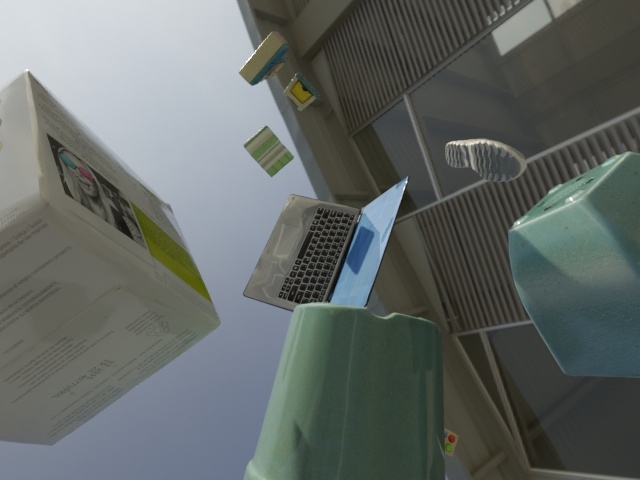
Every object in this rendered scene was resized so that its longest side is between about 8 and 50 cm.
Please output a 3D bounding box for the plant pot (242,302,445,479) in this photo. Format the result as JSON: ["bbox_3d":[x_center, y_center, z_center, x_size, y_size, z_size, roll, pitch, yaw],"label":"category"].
[{"bbox_3d":[0.054,0.287,0.642,0.341,0.341,0.334,21,-110,-31],"label":"plant pot"}]

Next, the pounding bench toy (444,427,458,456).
[{"bbox_3d":[0.300,0.518,1.013,0.052,0.065,0.083,29,-114,4],"label":"pounding bench toy"}]

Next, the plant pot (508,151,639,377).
[{"bbox_3d":[0.443,0.023,0.604,0.248,0.247,0.252,-35,-96,-22],"label":"plant pot"}]

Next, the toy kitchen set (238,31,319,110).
[{"bbox_3d":[-0.076,-0.411,1.009,0.166,0.122,0.207,44,-154,-13],"label":"toy kitchen set"}]

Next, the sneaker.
[{"bbox_3d":[0.464,-0.240,1.100,0.115,0.281,0.105,-18,-63,-11],"label":"sneaker"}]

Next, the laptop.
[{"bbox_3d":[0.000,0.000,1.127,0.236,0.408,0.382,71,-142,-59],"label":"laptop"}]

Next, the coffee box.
[{"bbox_3d":[-0.416,0.038,0.594,0.334,0.338,0.338,53,177,36],"label":"coffee box"}]

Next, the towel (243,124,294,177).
[{"bbox_3d":[-0.181,-0.311,1.410,0.113,0.023,0.152,-41,-88,1],"label":"towel"}]
